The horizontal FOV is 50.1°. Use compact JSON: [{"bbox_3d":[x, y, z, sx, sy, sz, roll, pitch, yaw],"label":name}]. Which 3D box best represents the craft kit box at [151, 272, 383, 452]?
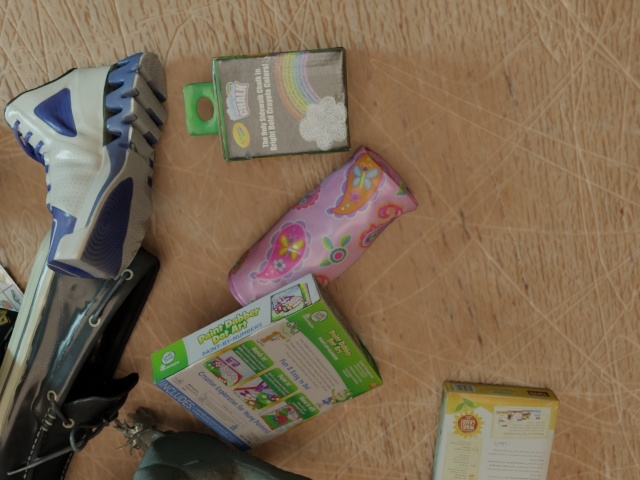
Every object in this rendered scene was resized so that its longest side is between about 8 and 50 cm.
[{"bbox_3d":[-0.065,0.183,0.964,0.246,0.061,0.250,-25,136,7],"label":"craft kit box"}]

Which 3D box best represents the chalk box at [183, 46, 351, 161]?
[{"bbox_3d":[-0.070,-0.180,0.904,0.213,0.132,0.132,-4,104,2],"label":"chalk box"}]

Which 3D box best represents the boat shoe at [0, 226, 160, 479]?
[{"bbox_3d":[-0.353,0.216,0.970,0.156,0.187,0.500,19,97,3],"label":"boat shoe"}]

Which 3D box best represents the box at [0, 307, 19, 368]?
[{"bbox_3d":[-0.473,0.227,0.935,0.051,0.175,0.220,15,118,-9],"label":"box"}]

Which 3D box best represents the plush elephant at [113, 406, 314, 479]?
[{"bbox_3d":[-0.207,0.421,0.968,0.271,0.330,0.256,1,103,-47],"label":"plush elephant"}]

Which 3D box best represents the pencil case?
[{"bbox_3d":[0.000,0.000,0.955,0.284,0.124,0.124,-44,100,9],"label":"pencil case"}]

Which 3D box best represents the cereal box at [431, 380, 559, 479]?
[{"bbox_3d":[0.266,0.344,1.070,0.173,0.047,0.240,5,104,-1],"label":"cereal box"}]

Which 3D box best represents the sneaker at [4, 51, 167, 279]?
[{"bbox_3d":[-0.320,-0.103,0.897,0.182,0.127,0.316,3,68,12],"label":"sneaker"}]

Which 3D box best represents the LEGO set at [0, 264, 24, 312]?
[{"bbox_3d":[-0.540,0.094,1.004,0.182,0.060,0.244,-31,102,11],"label":"LEGO set"}]
